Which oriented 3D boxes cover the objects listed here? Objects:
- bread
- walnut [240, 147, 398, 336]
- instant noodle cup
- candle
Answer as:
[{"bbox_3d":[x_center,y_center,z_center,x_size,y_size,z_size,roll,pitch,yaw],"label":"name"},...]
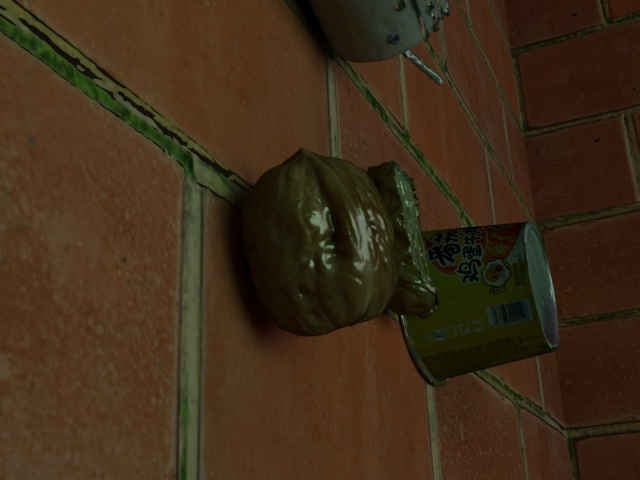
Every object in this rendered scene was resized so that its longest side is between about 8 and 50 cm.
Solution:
[{"bbox_3d":[0.110,-0.001,1.178,0.128,0.087,0.232,53,26,-63],"label":"bread"},{"bbox_3d":[0.000,0.000,0.823,0.155,0.155,0.184,-23,98,-67],"label":"walnut"},{"bbox_3d":[0.252,0.085,1.315,0.264,0.200,0.265,44,39,-52],"label":"instant noodle cup"},{"bbox_3d":[0.074,-0.334,1.118,0.330,0.187,0.188,55,32,-47],"label":"candle"}]
